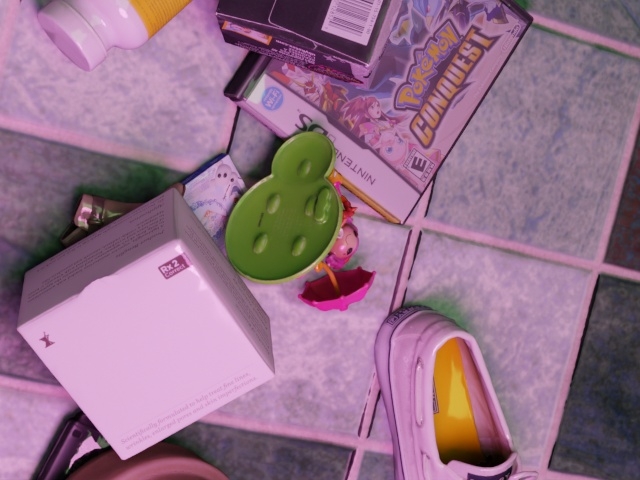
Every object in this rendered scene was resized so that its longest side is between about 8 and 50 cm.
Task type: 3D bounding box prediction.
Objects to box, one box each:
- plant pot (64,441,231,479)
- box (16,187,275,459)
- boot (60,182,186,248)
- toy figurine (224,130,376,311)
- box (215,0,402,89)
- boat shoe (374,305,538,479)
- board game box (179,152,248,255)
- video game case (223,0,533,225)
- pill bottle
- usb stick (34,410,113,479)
[{"bbox_3d":[-0.131,0.356,1.729,0.263,0.229,0.263,-15,115,-36],"label":"plant pot"},{"bbox_3d":[-0.166,0.080,1.712,0.181,0.119,0.182,-29,116,10],"label":"box"},{"bbox_3d":[-0.198,-0.023,1.751,0.087,0.042,0.118,29,98,-18],"label":"boot"},{"bbox_3d":[0.000,0.000,1.835,0.159,0.130,0.173,47,52,-52],"label":"toy figurine"},{"bbox_3d":[0.017,-0.293,1.730,0.163,0.142,0.247,19,87,3],"label":"box"},{"bbox_3d":[0.170,0.252,1.934,0.136,0.156,0.367,-18,107,-23],"label":"boat shoe"},{"bbox_3d":[-0.112,-0.028,1.816,0.090,0.020,0.090,-36,113,-18],"label":"board game box"},{"bbox_3d":[0.067,-0.195,1.871,0.248,0.035,0.275,37,82,-27],"label":"video game case"},{"bbox_3d":[-0.178,-0.248,1.696,0.184,0.103,0.103,-44,115,-14],"label":"pill bottle"},{"bbox_3d":[-0.280,0.305,1.776,0.077,0.045,0.278,30,85,-22],"label":"usb stick"}]
